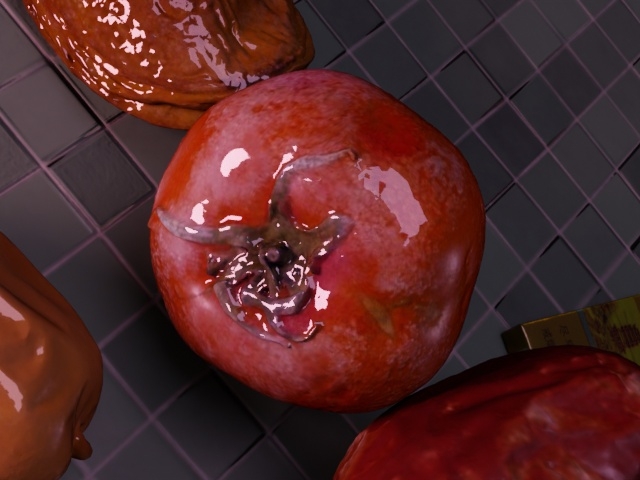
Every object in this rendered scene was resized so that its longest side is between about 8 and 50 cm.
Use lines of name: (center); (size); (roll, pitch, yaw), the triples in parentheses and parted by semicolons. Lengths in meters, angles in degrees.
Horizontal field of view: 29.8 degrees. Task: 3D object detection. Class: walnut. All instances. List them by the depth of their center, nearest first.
walnut: (0.147, 0.187, 0.802); (0.269, 0.244, 0.222); (-34, 133, -19)

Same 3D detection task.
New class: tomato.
tomato: (0.002, -0.004, 0.817); (0.232, 0.232, 0.188); (60, 16, 5)

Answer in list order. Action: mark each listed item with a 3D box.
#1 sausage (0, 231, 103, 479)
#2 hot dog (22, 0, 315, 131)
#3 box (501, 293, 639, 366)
sausage: (-0.227, 0.048, 0.706); (0.136, 0.120, 0.241); (-42, 95, -28)
hot dog: (-0.116, -0.201, 0.901); (0.196, 0.122, 0.272); (-32, 92, -37)
box: (0.255, 0.115, 1.050); (0.193, 0.030, 0.121); (-9, 73, -36)
